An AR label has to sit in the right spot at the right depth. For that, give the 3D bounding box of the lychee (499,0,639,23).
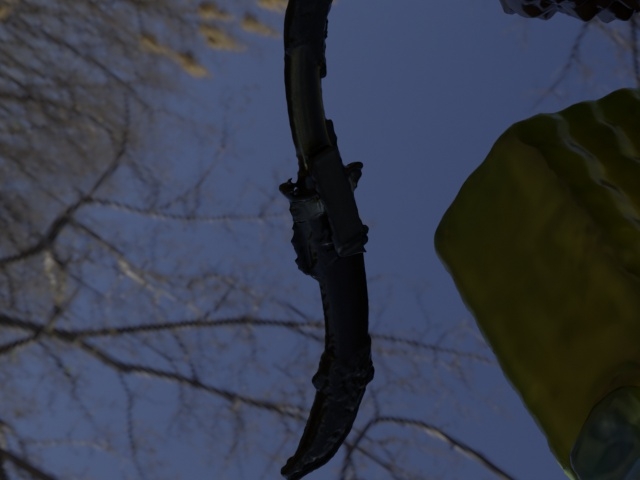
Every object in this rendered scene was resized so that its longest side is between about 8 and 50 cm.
[{"bbox_3d":[0.132,-0.245,0.595,0.267,0.267,0.267,-39,-151,26],"label":"lychee"}]

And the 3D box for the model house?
[{"bbox_3d":[0.208,0.060,0.643,0.215,0.303,0.237,-53,-134,26],"label":"model house"}]

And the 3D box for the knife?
[{"bbox_3d":[0.005,-0.001,0.498,0.046,0.222,0.021,-16,-148,-28],"label":"knife"}]
